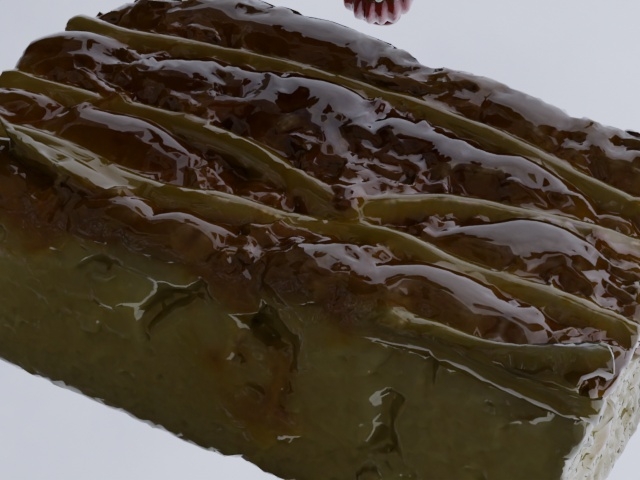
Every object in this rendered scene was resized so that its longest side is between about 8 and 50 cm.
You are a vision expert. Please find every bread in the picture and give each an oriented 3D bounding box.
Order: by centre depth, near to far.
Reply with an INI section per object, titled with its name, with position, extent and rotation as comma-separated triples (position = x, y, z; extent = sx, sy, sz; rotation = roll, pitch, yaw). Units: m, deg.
[bread]
position = 0.000, 0.000, 0.722
extent = 0.275, 0.185, 0.114
rotation = 19, -55, 18

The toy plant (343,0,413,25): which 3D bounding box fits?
[toy plant]
position = 0.050, -0.207, 1.228
extent = 0.155, 0.240, 0.088
rotation = -3, -114, 28
